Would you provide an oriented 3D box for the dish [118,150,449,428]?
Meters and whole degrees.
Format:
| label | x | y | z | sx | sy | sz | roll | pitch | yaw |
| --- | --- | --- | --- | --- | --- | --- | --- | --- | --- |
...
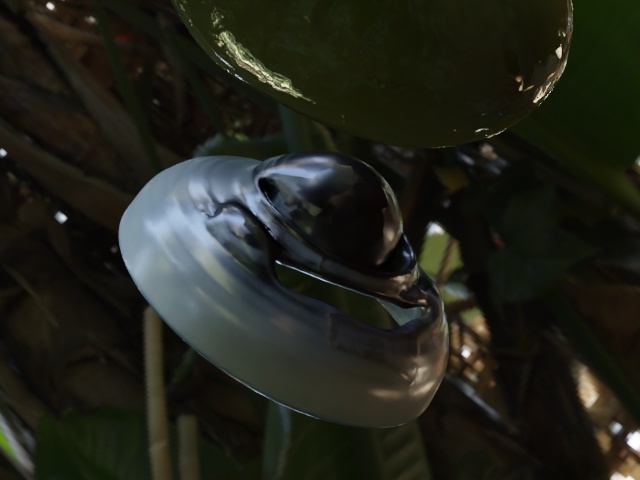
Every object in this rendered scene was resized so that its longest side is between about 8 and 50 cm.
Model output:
| label | x | y | z | sx | sy | sz | roll | pitch | yaw |
| --- | --- | --- | --- | --- | --- | --- | --- | --- | --- |
| dish | 0.000 | 0.000 | 0.935 | 0.273 | 0.273 | 0.133 | -4 | -47 | -54 |

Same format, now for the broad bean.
| label | x | y | z | sx | sy | sz | roll | pitch | yaw |
| --- | --- | --- | --- | --- | --- | --- | --- | --- | --- |
| broad bean | 0.013 | -0.156 | 0.585 | 0.189 | 0.121 | 0.263 | -33 | -57 | -1 |
